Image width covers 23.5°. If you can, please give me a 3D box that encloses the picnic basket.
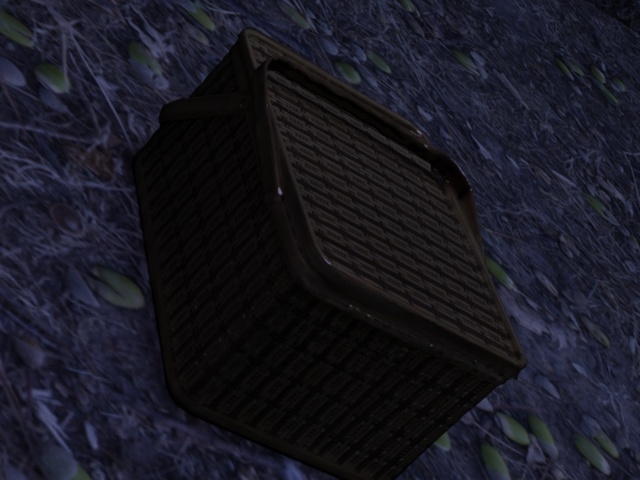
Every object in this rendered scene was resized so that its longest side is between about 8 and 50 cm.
[{"bbox_3d":[0.000,0.000,1.195,0.228,0.175,0.313,28,29,-33],"label":"picnic basket"}]
